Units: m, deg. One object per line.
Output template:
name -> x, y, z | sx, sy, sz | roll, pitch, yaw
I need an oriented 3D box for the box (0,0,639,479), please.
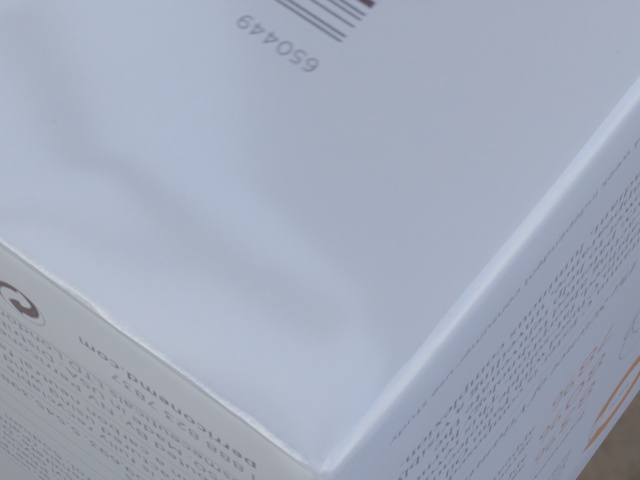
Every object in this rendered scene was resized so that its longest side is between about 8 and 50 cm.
box -> 0.000, 0.000, 0.538 | 0.168, 0.345, 0.215 | 34, 68, 16
